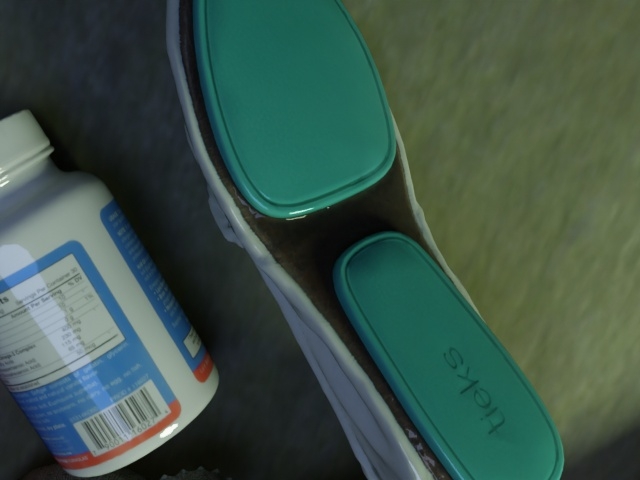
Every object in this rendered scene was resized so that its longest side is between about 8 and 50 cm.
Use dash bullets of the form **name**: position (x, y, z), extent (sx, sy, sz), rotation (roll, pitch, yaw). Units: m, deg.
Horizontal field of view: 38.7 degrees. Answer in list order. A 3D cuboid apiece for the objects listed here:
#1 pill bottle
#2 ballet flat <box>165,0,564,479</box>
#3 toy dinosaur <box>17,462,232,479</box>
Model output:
- **pill bottle**: position (-0.170, 0.031, 0.595), extent (0.124, 0.124, 0.221), rotation (-26, 104, 10)
- **ballet flat**: position (0.000, 0.000, 0.558), extent (0.139, 0.139, 0.400), rotation (-29, 80, 11)
- **toy dinosaur**: position (-0.157, 0.223, 0.671), extent (0.313, 0.121, 0.160), rotation (7, 104, 31)
